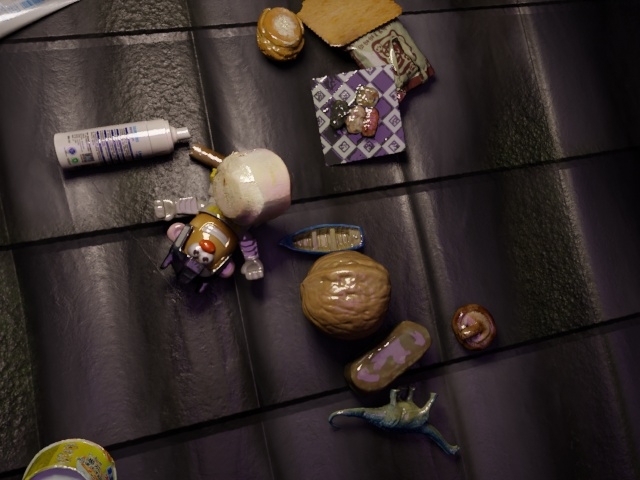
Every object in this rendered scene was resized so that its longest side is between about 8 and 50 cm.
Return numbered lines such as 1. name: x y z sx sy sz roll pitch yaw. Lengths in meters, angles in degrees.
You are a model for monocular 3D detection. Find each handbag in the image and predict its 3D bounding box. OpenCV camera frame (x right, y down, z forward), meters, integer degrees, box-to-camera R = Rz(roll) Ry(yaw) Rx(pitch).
1. handbag: 0.183 -0.497 1.461 0.213 0.127 0.235 -44 104 -24

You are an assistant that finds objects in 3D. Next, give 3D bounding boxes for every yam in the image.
1. yam: -0.208 -0.171 1.364 0.264 0.046 0.046 28 77 -7

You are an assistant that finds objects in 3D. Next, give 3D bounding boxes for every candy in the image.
1. candy: 0.169 0.297 1.358 0.234 0.104 0.102 -38 87 -16

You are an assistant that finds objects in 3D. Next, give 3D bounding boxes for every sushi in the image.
1. sushi: 0.099 -0.327 1.395 0.220 0.047 0.231 -10 99 4

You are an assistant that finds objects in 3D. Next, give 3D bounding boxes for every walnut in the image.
1. walnut: 0.059 0.132 1.305 0.228 0.228 0.228 2 82 -13

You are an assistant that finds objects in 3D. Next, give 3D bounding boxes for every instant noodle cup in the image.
1. instant noodle cup: -0.548 0.536 1.133 0.205 0.153 0.205 2 81 -12

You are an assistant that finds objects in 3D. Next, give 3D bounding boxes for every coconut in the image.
1. coconut: -0.140 -0.123 1.189 0.183 0.171 0.171 -27 89 -44

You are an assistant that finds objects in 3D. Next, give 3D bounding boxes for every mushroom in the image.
1. mushroom: 0.412 0.231 1.431 0.127 0.087 0.127 1 86 -11

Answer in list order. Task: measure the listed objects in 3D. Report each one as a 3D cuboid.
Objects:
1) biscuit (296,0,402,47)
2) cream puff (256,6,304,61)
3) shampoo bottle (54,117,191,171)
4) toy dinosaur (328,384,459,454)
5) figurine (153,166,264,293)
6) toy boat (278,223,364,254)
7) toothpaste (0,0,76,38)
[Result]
1. biscuit: 0.069 -0.624 1.451 0.237 0.013 0.232 -32 60 -14
2. cream puff: -0.108 -0.533 1.406 0.126 0.103 0.144 0 67 -20
3. shampoo bottle: -0.468 -0.237 1.289 0.303 0.092 0.092 -13 86 -15
4. toy dinosaur: 0.205 0.441 1.361 0.363 0.076 0.147 17 83 -13
5. figurine: -0.253 -0.012 1.282 0.308 0.143 0.308 0 71 1
6. toy boat: 0.000 0.000 1.389 0.229 0.046 0.080 -6 85 -13
7. toothpaste: -0.735 -0.557 1.289 0.114 0.073 0.299 47 68 -3
